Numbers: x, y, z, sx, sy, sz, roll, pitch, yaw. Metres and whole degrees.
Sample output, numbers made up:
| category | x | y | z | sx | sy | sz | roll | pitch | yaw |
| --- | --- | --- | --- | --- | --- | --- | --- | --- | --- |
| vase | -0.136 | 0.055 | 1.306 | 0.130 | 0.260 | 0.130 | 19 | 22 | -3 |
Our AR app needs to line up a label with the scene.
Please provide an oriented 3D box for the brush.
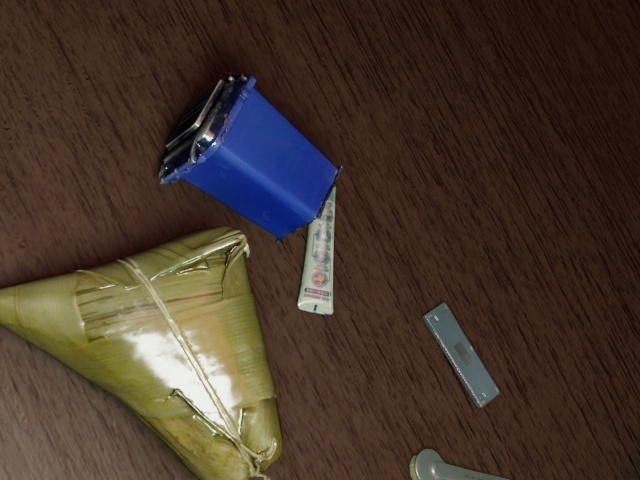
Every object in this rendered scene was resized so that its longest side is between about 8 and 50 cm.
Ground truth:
| category | x | y | z | sx | sy | sz | roll | pitch | yaw |
| --- | --- | --- | --- | --- | --- | --- | --- | --- | --- |
| brush | 0.251 | 0.380 | 1.910 | 0.266 | 0.027 | 0.062 | 18 | 62 | -28 |

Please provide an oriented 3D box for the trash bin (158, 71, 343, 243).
| category | x | y | z | sx | sy | sz | roll | pitch | yaw |
| --- | --- | --- | --- | --- | --- | --- | --- | --- | --- |
| trash bin | -0.106 | -0.113 | 1.822 | 0.234 | 0.162 | 0.184 | 38 | 56 | -19 |

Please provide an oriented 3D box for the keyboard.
| category | x | y | z | sx | sy | sz | roll | pitch | yaw |
| --- | --- | --- | --- | --- | --- | --- | --- | --- | --- |
| keyboard | 0.230 | 0.187 | 1.979 | 0.055 | 0.014 | 0.176 | -30 | 87 | -37 |

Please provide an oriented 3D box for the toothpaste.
| category | x | y | z | sx | sy | sz | roll | pitch | yaw |
| --- | --- | --- | --- | --- | --- | --- | --- | --- | --- |
| toothpaste | 0.000 | 0.000 | 1.905 | 0.062 | 0.039 | 0.239 | 13 | 66 | -21 |

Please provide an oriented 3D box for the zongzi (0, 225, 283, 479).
| category | x | y | z | sx | sy | sz | roll | pitch | yaw |
| --- | --- | --- | --- | --- | --- | --- | --- | --- | --- |
| zongzi | -0.230 | 0.225 | 1.613 | 0.418 | 0.181 | 0.447 | -12 | 80 | -18 |
